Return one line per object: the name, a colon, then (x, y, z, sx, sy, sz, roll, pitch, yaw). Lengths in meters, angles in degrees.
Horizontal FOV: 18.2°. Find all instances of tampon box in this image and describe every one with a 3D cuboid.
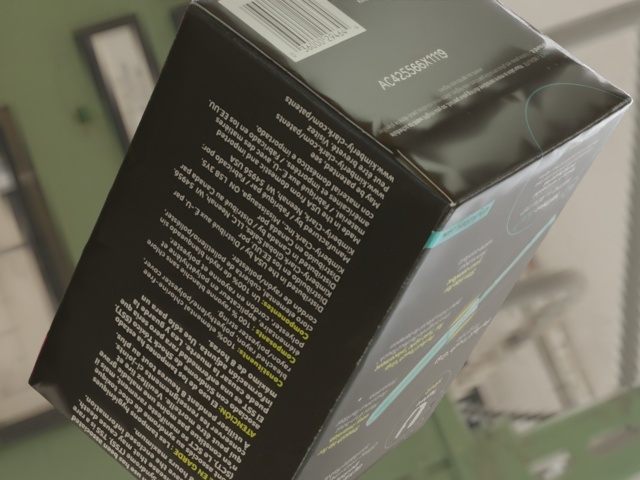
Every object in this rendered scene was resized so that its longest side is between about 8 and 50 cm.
tampon box: (0.000, 0.000, 0.646, 0.101, 0.120, 0.161, 40, -54, 15)
